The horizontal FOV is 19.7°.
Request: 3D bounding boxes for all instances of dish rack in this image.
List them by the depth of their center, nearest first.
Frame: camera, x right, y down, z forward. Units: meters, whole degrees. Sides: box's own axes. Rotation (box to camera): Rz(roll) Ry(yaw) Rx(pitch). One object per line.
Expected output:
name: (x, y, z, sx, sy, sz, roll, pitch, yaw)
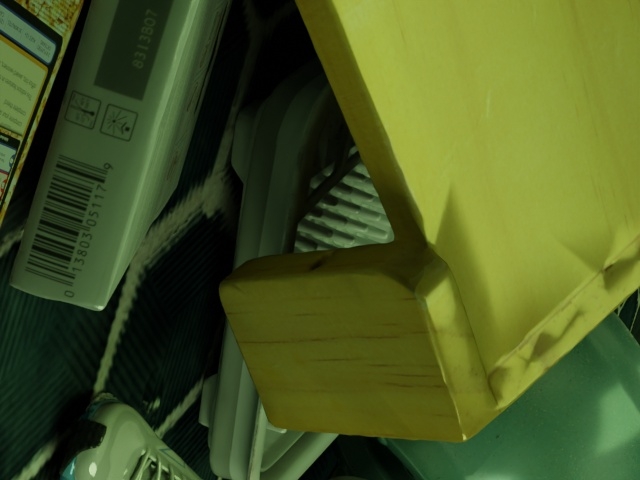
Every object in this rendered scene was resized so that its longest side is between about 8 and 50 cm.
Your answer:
dish rack: (0.000, 0.000, 1.310, 0.285, 0.072, 0.333, -42, 145, -58)

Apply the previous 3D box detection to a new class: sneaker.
sneaker: (-0.101, 0.154, 1.146, 0.071, 0.083, 0.190, -64, 159, -18)

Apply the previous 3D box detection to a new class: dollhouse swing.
dollhouse swing: (0.081, -0.104, 1.096, 0.347, 0.315, 0.305, -39, 106, -26)

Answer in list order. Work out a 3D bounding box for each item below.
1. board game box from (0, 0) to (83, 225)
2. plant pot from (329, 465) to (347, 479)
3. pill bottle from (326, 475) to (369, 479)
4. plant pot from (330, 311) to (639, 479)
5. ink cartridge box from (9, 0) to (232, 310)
board game box: (-0.171, -0.064, 0.798, 0.147, 0.045, 0.193, 37, 72, -71)
plant pot: (0.138, 0.358, 1.683, 0.275, 0.293, 0.274, 18, 90, -72)
pill bottle: (-0.015, 0.296, 1.435, 0.245, 0.136, 0.136, -50, 151, -49)
plant pot: (0.128, 0.152, 1.552, 0.196, 0.293, 0.293, -36, 148, -20)
ink cartridge box: (-0.095, -0.086, 0.995, 0.232, 0.066, 0.189, -87, -165, -71)
